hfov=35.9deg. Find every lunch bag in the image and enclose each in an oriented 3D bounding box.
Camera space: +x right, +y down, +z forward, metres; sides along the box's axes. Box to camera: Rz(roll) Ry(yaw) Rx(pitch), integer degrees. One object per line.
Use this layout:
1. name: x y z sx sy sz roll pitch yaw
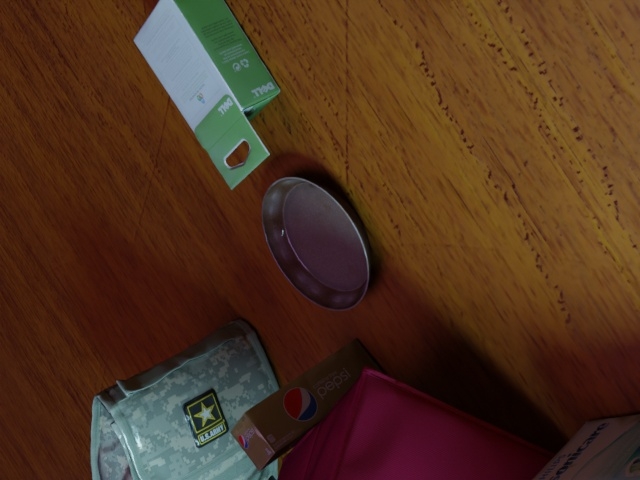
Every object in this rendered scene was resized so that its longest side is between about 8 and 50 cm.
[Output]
1. lunch bag: -0.183 0.265 1.357 0.169 0.235 0.287 38 140 34

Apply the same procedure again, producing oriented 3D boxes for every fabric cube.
1. fabric cube: 0.079 0.330 0.981 0.254 0.258 0.259 25 140 -6

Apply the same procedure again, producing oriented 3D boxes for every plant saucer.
1. plant saucer: 0.000 0.000 1.125 0.168 0.029 0.168 30 136 33

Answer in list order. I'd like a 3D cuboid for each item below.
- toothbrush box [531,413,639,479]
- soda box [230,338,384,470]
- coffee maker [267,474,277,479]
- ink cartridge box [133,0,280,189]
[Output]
1. toothbrush box: 0.347 0.257 0.819 0.295 0.126 0.216 -28 94 54
2. soda box: -0.013 0.188 1.145 0.058 0.181 0.061 50 143 14
3. coffee maker: -0.066 0.458 1.386 0.178 0.120 0.171 44 138 15
4. ink cartridge box: -0.114 -0.174 1.103 0.209 0.062 0.109 57 144 1
